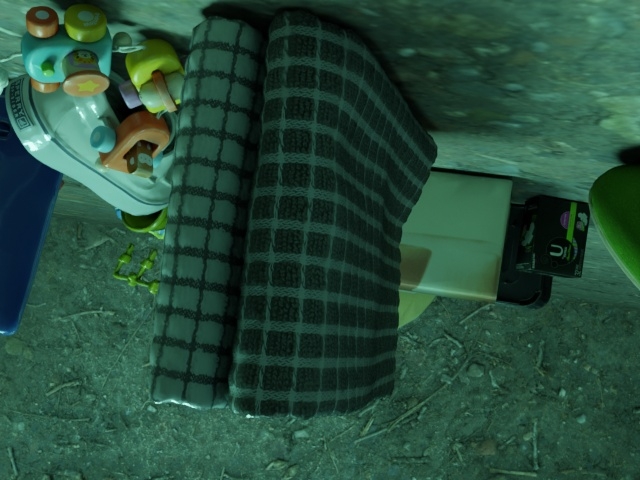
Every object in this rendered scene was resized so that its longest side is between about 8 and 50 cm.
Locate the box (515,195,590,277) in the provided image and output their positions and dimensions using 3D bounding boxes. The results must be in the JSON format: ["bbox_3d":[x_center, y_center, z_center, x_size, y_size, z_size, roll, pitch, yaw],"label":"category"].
[{"bbox_3d":[0.263,-0.003,0.889,0.062,0.083,0.052,9,177,-5],"label":"box"}]

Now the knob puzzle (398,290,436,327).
[{"bbox_3d":[0.070,0.030,0.987,0.213,0.213,0.030,8,174,17],"label":"knob puzzle"}]

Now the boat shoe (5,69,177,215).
[{"bbox_3d":[-0.160,-0.083,0.678,0.084,0.095,0.258,-18,172,10],"label":"boat shoe"}]

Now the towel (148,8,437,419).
[{"bbox_3d":[0.000,0.000,0.551,0.121,0.234,0.284,1,173,18],"label":"towel"}]

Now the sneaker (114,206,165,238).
[{"bbox_3d":[-0.315,-0.049,1.421,0.126,0.091,0.240,11,176,-10],"label":"sneaker"}]

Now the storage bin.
[{"bbox_3d":[0.202,0.016,1.002,0.180,0.122,0.084,7,175,25],"label":"storage bin"}]

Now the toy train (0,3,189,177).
[{"bbox_3d":[-0.146,-0.087,0.529,0.125,0.046,0.166,-36,151,20],"label":"toy train"}]

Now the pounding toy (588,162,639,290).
[{"bbox_3d":[0.328,0.005,0.589,0.237,0.110,0.183,47,-143,12],"label":"pounding toy"}]

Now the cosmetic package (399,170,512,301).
[{"bbox_3d":[0.059,-0.013,0.888,0.296,0.129,0.153,8,176,14],"label":"cosmetic package"}]

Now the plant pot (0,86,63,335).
[{"bbox_3d":[-0.390,-0.047,0.788,0.212,0.235,0.236,18,173,-26],"label":"plant pot"}]

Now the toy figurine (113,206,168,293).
[{"bbox_3d":[-0.132,0.005,1.206,0.217,0.191,0.363,7,179,-43],"label":"toy figurine"}]

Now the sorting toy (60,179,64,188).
[{"bbox_3d":[-0.464,-0.114,1.288,0.061,0.042,0.102,-7,161,7],"label":"sorting toy"}]
